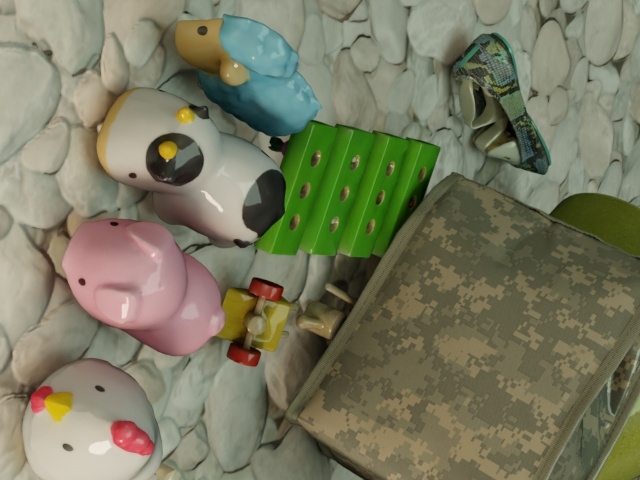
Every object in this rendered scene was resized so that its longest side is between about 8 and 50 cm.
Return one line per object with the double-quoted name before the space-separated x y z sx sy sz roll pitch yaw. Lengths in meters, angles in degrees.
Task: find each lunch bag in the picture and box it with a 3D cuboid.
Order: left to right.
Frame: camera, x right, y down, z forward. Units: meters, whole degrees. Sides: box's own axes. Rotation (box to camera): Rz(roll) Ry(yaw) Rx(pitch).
"lunch bag" 0.149 0.104 1.439 0.287 0.235 0.169 -57 154 -10

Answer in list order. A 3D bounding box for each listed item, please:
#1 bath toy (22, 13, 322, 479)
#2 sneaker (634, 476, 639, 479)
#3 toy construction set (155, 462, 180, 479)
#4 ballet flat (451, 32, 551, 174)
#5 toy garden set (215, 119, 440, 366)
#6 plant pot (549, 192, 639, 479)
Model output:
"bath toy" -0.113 0.015 1.180 0.151 0.129 0.348 26 77 -19
"sneaker" 0.306 0.297 1.811 0.300 0.111 0.121 45 69 -7
"toy construction set" -0.093 0.317 1.288 0.215 0.151 0.327 -43 130 -4
"ballet flat" 0.169 -0.119 1.603 0.070 0.070 0.188 -56 139 -27
"toy garden set" 0.000 0.000 1.402 0.244 0.049 0.203 4 106 -62
"plant pot" 0.223 0.147 1.617 0.293 0.275 0.274 -37 132 -21
